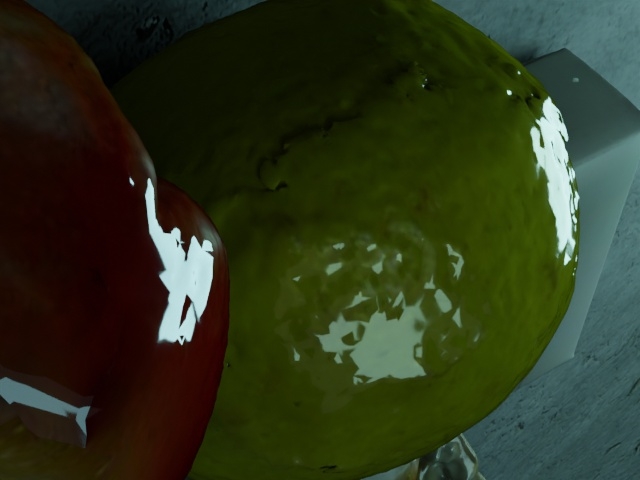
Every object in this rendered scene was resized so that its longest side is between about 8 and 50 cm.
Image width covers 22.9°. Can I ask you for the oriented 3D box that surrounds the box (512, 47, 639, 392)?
[{"bbox_3d":[0.099,0.014,1.094,0.203,0.106,0.252,-24,143,-28],"label":"box"}]

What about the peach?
[{"bbox_3d":[-0.209,0.049,0.595,0.338,0.281,0.281,-37,149,-10],"label":"peach"}]

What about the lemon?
[{"bbox_3d":[-0.002,0.001,0.811,0.284,0.260,0.260,-7,134,-43],"label":"lemon"}]

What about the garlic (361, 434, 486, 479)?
[{"bbox_3d":[-0.001,0.252,1.234,0.325,0.132,0.279,-44,149,-5],"label":"garlic"}]
